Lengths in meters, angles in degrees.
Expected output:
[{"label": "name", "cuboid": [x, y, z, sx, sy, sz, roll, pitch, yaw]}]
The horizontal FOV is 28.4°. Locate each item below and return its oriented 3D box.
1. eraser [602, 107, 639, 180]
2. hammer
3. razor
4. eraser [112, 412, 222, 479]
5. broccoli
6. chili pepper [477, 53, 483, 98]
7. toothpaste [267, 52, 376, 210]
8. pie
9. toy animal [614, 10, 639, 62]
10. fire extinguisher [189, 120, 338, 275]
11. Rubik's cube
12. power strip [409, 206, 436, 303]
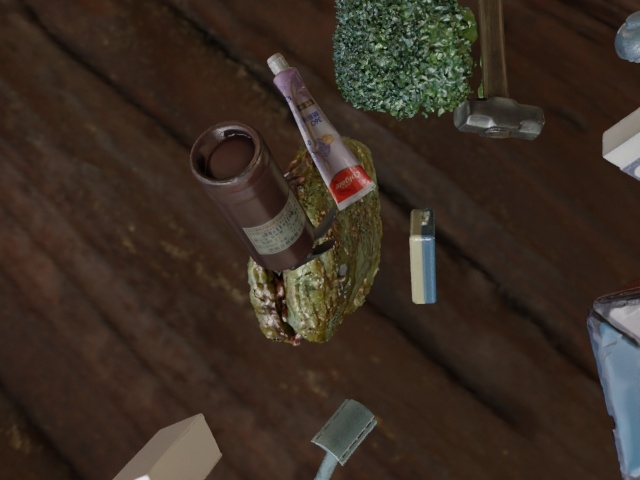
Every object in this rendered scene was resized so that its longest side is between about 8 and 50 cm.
[{"label": "eraser", "cuboid": [0.440, -0.088, 1.493, 0.212, 0.092, 0.046, 27, -130, -24]}, {"label": "hammer", "cuboid": [0.222, -0.305, 1.634, 0.111, 0.365, 0.043, 6, 162, -20]}, {"label": "razor", "cuboid": [0.023, 0.369, 2.159, 0.068, 0.232, 0.106, 36, -123, 13]}, {"label": "eraser", "cuboid": [-0.219, 0.328, 1.779, 0.298, 0.078, 0.076, -45, -68, -79]}, {"label": "broccoli", "cuboid": [0.114, -0.228, 1.467, 0.194, 0.220, 0.194, 22, -125, -36]}, {"label": "chili pepper", "cuboid": [0.255, -0.256, 1.907, 0.030, 0.091, 0.034, 15, -147, 23]}, {"label": "toothpaste", "cuboid": [-0.008, -0.201, 2.262, 0.075, 0.048, 0.301, -29, -94, -28]}, {"label": "pie", "cuboid": [0.012, 0.002, 2.496, 0.180, 0.395, 0.418, 6, -153, 28]}, {"label": "toy animal", "cuboid": [0.618, -0.364, 2.052, 0.230, 0.221, 0.210, 20, -166, -2]}, {"label": "fire extinguisher", "cuboid": [-0.042, -0.033, 1.216, 0.071, 0.099, 0.231, 40, 171, 33]}, {"label": "Rubik's cube", "cuboid": [0.588, 0.190, 1.806, 0.307, 0.310, 0.305, -13, -179, 28]}, {"label": "power strip", "cuboid": [0.127, 0.019, 1.569, 0.032, 0.123, 0.056, -1, -136, 5]}]
